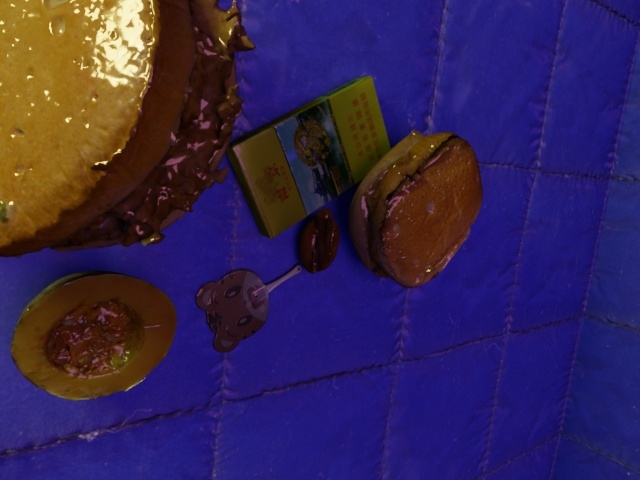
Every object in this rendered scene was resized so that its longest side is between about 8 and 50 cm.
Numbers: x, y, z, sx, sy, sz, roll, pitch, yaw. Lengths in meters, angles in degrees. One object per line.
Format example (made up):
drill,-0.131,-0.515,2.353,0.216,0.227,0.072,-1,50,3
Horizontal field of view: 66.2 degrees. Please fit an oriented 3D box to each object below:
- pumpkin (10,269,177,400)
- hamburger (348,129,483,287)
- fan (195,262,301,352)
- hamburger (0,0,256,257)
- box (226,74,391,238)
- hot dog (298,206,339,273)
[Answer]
pumpkin,-0.341,0.124,0.734,0.217,0.110,0.217,-19,125,-30
hamburger,0.201,-0.071,1.028,0.304,0.174,0.284,-45,138,-21
fan,-0.124,0.108,0.947,0.226,0.008,0.152,-30,118,-27
hamburger,-0.220,-0.168,0.591,0.268,0.287,0.445,9,97,-75
box,-0.007,-0.167,0.944,0.335,0.047,0.187,-34,121,-25
hot dog,0.002,0.000,0.978,0.090,0.060,0.140,2,105,-38
